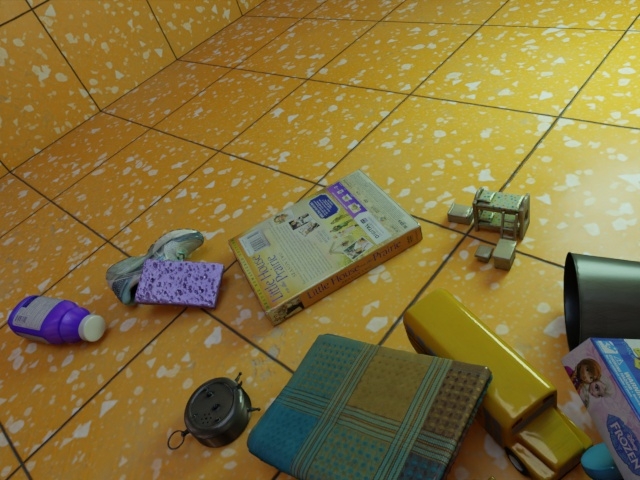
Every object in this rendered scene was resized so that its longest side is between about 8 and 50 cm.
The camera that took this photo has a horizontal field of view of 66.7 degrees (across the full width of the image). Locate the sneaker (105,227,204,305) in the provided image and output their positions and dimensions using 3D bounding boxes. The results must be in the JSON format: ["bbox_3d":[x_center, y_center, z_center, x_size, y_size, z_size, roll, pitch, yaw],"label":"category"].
[{"bbox_3d":[-0.433,0.079,1.330,0.282,0.110,0.122,-34,61,-8],"label":"sneaker"}]

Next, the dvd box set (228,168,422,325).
[{"bbox_3d":[0.000,0.000,1.236,0.420,0.062,0.308,-30,43,-9],"label":"dvd box set"}]

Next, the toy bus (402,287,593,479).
[{"bbox_3d":[0.284,0.234,0.822,0.108,0.130,0.333,-32,43,-10],"label":"toy bus"}]

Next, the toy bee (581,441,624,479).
[{"bbox_3d":[0.423,0.344,0.628,0.195,0.162,0.298,42,75,-2],"label":"toy bee"}]

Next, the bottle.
[{"bbox_3d":[-0.693,0.214,1.287,0.282,0.092,0.118,3,48,25],"label":"bottle"}]

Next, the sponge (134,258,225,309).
[{"bbox_3d":[-0.356,0.110,1.238,0.209,0.031,0.117,3,66,5],"label":"sponge"}]

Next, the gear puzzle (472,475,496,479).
[{"bbox_3d":[0.235,0.472,0.586,0.175,0.044,0.339,-7,63,17],"label":"gear puzzle"}]

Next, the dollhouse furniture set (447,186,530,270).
[{"bbox_3d":[0.354,-0.037,1.092,0.181,0.101,0.161,13,52,33],"label":"dollhouse furniture set"}]

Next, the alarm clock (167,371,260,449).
[{"bbox_3d":[-0.224,0.351,0.974,0.192,0.064,0.129,-35,44,-9],"label":"alarm clock"}]

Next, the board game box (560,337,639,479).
[{"bbox_3d":[0.504,0.273,0.590,0.317,0.066,0.319,5,47,-21],"label":"board game box"}]

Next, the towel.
[{"bbox_3d":[0.064,0.284,0.799,0.369,0.040,0.271,0,41,46],"label":"towel"}]

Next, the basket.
[{"bbox_3d":[0.549,0.115,0.824,0.226,0.154,0.205,1,48,19],"label":"basket"}]
